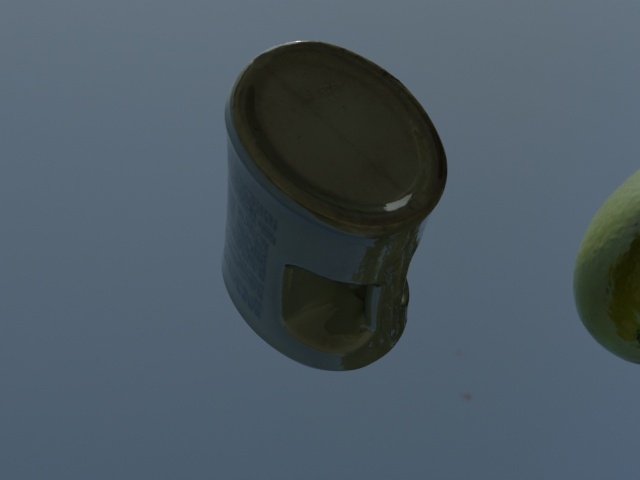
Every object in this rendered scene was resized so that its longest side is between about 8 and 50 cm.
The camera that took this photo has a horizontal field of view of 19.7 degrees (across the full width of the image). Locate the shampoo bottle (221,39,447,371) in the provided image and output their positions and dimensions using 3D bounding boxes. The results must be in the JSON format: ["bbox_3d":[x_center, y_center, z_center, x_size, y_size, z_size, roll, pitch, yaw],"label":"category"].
[{"bbox_3d":[0.000,0.000,0.967,0.118,0.234,0.087,42,-112,16],"label":"shampoo bottle"}]

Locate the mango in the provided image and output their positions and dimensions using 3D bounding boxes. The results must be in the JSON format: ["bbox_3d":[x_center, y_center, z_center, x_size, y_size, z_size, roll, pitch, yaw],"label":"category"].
[{"bbox_3d":[0.323,-0.013,1.522,0.273,0.185,0.149,-42,-92,-4],"label":"mango"}]
